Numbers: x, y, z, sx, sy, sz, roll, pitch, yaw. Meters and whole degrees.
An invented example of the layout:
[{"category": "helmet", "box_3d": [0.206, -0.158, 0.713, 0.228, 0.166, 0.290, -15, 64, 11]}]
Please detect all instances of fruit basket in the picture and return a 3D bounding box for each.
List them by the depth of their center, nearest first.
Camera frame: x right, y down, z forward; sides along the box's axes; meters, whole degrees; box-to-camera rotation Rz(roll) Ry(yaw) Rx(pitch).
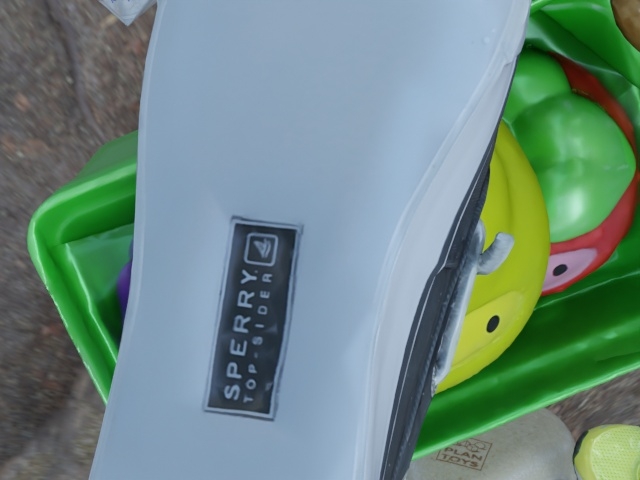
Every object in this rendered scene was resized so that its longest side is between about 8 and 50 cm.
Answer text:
[{"category": "fruit basket", "box_3d": [0.040, 0.010, 0.971, 0.392, 0.392, 0.283, -22, 115, 1]}]

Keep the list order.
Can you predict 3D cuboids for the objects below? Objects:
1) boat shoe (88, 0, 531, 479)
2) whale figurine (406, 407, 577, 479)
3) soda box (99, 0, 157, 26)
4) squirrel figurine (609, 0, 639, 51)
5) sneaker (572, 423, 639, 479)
[{"category": "boat shoe", "box_3d": [0.004, 0.001, 0.553, 0.113, 0.105, 0.306, 6, 82, 11]}, {"category": "whale figurine", "box_3d": [0.115, 0.229, 1.488, 0.216, 0.272, 0.141, 13, 116, 12]}, {"category": "soda box", "box_3d": [-0.136, -0.312, 1.693, 0.091, 0.286, 0.098, 42, 124, -5]}, {"category": "squirrel figurine", "box_3d": [0.235, -0.217, 0.929, 0.370, 0.397, 0.281, 27, 115, -11]}, {"category": "sneaker", "box_3d": [0.300, 0.204, 1.402, 0.208, 0.094, 0.081, 28, 75, 1]}]
